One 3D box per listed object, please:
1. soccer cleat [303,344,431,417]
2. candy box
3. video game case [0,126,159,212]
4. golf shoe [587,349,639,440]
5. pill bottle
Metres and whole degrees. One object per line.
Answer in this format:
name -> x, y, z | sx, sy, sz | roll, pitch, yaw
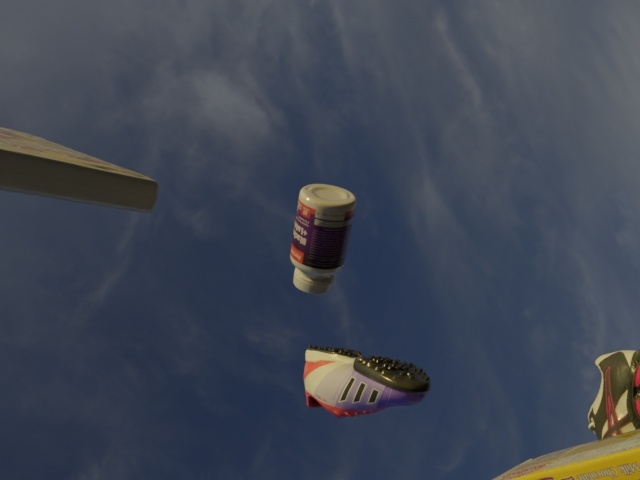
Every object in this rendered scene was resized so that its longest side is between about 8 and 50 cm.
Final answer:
soccer cleat -> 0.067, 0.247, 0.901 | 0.108, 0.318, 0.116 | 11, -99, -29
candy box -> 0.245, 0.197, 0.481 | 0.105, 0.206, 0.027 | -5, -116, -40
video game case -> -0.251, -0.066, 0.333 | 0.227, 0.206, 0.026 | 10, -82, -50
golf shoe -> 0.436, 0.287, 0.744 | 0.105, 0.120, 0.273 | 11, -98, -19
pill bottle -> 0.000, 0.000, 1.029 | 0.108, 0.108, 0.194 | -9, -59, -35
